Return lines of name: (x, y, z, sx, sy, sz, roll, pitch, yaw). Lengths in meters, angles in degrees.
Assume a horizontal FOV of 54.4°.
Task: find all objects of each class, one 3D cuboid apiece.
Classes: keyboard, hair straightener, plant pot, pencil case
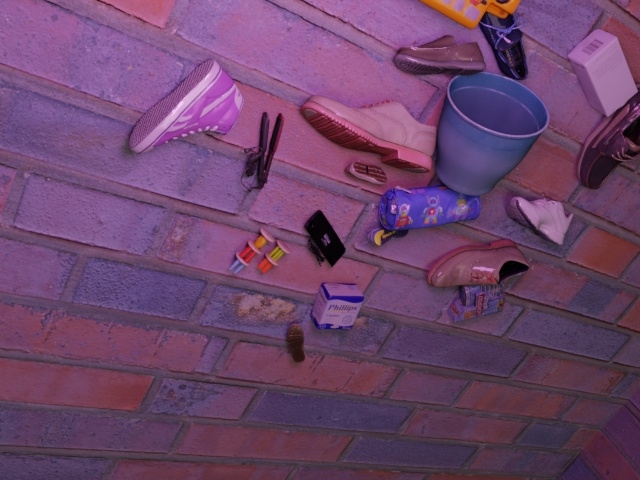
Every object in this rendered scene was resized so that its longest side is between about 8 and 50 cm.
keyboard: (0.000, 0.000, 1.829, 0.100, 0.038, 0.192, -48, 131, -17)
hair straightener: (-0.162, -0.222, 1.587, 0.088, 0.047, 0.231, 3, 127, -25)
plant pot: (0.434, -0.270, 1.679, 0.271, 0.272, 0.255, -8, 141, -19)
pencil case: (0.321, -0.108, 1.826, 0.305, 0.119, 0.133, -8, 118, -18)

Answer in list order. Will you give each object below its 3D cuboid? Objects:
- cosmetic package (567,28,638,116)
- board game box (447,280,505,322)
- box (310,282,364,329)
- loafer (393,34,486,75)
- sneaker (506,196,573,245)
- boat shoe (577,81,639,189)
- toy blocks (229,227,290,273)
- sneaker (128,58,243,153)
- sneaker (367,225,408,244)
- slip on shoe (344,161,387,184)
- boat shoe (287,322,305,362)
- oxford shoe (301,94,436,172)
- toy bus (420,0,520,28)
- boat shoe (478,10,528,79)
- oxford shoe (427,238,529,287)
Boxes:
cosmetic package: (0.815, -0.480, 1.795, 0.117, 0.086, 0.231, -40, 132, 8)
board game box: (0.544, 0.208, 2.175, 0.194, 0.060, 0.194, -20, 141, -6)
box: (0.052, 0.208, 1.968, 0.126, 0.072, 0.137, 4, 122, -26)
loafer: (0.301, -0.473, 1.585, 0.251, 0.094, 0.088, -2, 90, -20)
sneaker: (0.718, -0.090, 2.041, 0.297, 0.111, 0.129, 23, 97, -39)
boat shoe: (0.925, -0.308, 1.936, 0.132, 0.130, 0.356, 1, 123, -24)
toy blocks: (-0.176, 0.050, 1.764, 0.148, 0.054, 0.123, -44, 129, 11)
sneaker: (-0.300, -0.269, 1.450, 0.282, 0.102, 0.161, -38, 133, 6)
sneaker: (0.204, -0.026, 1.882, 0.144, 0.059, 0.053, -17, 99, -31)
slip on shoe: (0.128, -0.184, 1.738, 0.135, 0.052, 0.041, 9, 160, -38)
boat shoe: (-0.077, 0.325, 2.021, 0.056, 0.048, 0.153, -11, 122, -1)
oxford shoe: (0.132, -0.304, 1.620, 0.396, 0.140, 0.147, 20, 83, -28)
toy bus: (0.294, -0.595, 1.436, 0.332, 0.108, 0.130, 19, 113, -24)
boat shoe: (0.490, -0.530, 1.610, 0.109, 0.089, 0.258, -40, 127, 7)
oxford shoe: (0.523, 0.093, 2.052, 0.347, 0.130, 0.123, -18, 129, -11)
